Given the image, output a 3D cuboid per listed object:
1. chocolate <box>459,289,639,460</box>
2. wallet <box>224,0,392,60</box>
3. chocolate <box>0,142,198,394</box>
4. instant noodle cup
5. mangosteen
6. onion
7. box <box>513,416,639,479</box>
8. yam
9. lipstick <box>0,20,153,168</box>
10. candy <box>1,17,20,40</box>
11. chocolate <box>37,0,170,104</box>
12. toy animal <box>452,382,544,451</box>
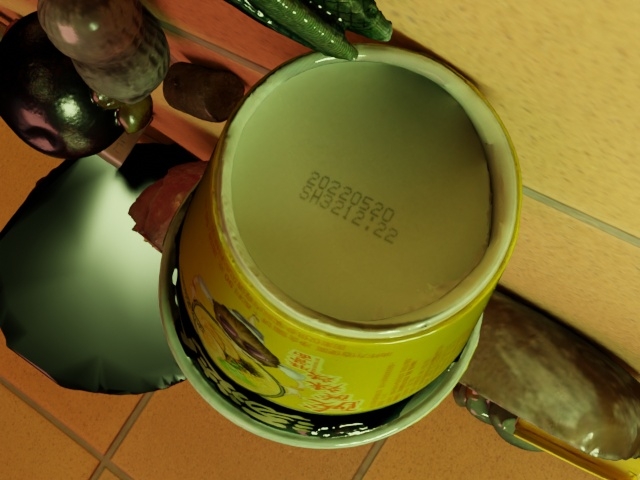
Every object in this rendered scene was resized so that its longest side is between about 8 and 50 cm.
[{"bbox_3d":[0.192,0.105,1.166,0.254,0.080,0.157,29,-169,28],"label":"chocolate"},{"bbox_3d":[-0.086,-0.159,0.530,0.160,0.055,0.236,37,180,43],"label":"wallet"},{"bbox_3d":[-0.287,0.006,1.868,0.384,0.383,0.331,35,-172,-22],"label":"chocolate"},{"bbox_3d":[0.014,0.002,0.702,0.215,0.215,0.236,32,165,2],"label":"instant noodle cup"},{"bbox_3d":[-0.208,-0.140,1.112,0.151,0.137,0.137,-8,156,23],"label":"mangosteen"},{"bbox_3d":[-0.096,-0.007,1.449,0.267,0.159,0.349,51,171,-37],"label":"onion"},{"bbox_3d":[0.264,0.180,1.263,0.129,0.033,0.247,26,-170,9],"label":"box"},{"bbox_3d":[-0.095,-0.117,1.005,0.043,0.043,0.094,36,173,-34],"label":"yam"},{"bbox_3d":[-0.326,-0.186,1.522,0.253,0.079,0.077,33,177,-12],"label":"lipstick"},{"bbox_3d":[-0.311,-0.207,1.433,0.103,0.043,0.103,32,174,3],"label":"candy"},{"bbox_3d":[-0.153,-0.147,0.914,0.072,0.072,0.167,31,174,14],"label":"chocolate"},{"bbox_3d":[0.216,0.175,1.524,0.138,0.108,0.236,34,175,-21],"label":"toy animal"}]
